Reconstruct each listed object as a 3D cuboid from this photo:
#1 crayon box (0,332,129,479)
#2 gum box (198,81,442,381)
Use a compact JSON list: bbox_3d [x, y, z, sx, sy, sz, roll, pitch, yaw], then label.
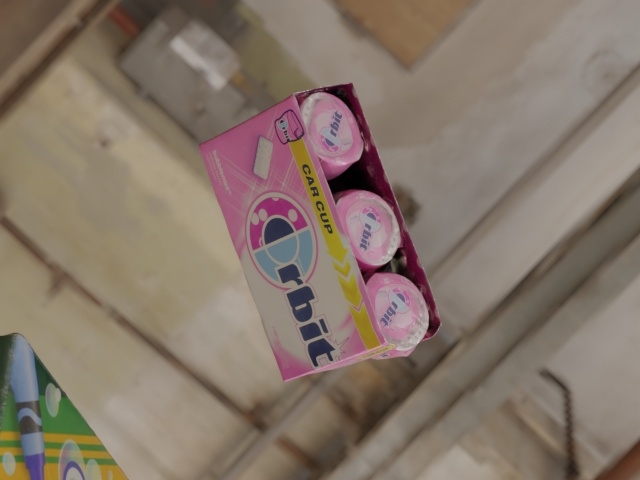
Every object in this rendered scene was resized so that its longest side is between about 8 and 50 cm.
[{"bbox_3d":[-0.146,0.220,0.946,0.083,0.323,0.203,-7,-126,13],"label":"crayon box"},{"bbox_3d":[0.000,0.000,1.215,0.062,0.188,0.107,-17,176,-44],"label":"gum box"}]
